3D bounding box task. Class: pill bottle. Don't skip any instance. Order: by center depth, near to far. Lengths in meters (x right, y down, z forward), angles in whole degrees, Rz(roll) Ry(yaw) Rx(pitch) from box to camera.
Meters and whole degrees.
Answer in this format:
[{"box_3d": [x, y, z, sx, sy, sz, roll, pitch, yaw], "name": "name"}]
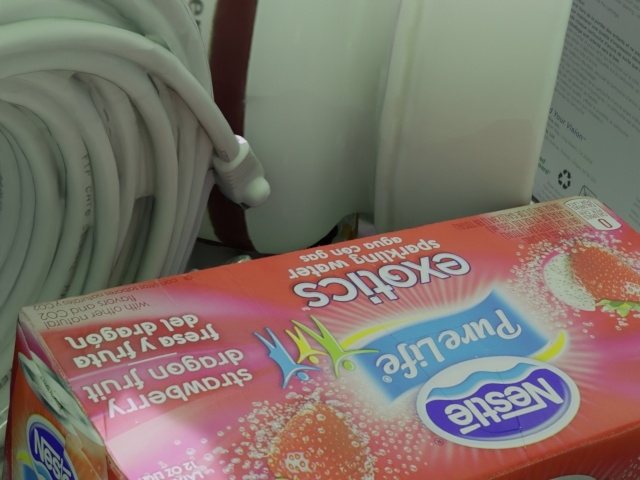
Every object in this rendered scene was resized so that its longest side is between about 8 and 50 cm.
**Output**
[{"box_3d": [-0.082, -0.120, 0.602, 0.392, 0.224, 0.224, 12, 33, 8], "name": "pill bottle"}]

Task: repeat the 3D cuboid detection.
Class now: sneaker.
[{"box_3d": [0.000, 0.000, 0.666, 0.037, 0.032, 0.083, -2, 31, 6], "name": "sneaker"}]

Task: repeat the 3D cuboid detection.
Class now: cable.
[{"box_3d": [-0.138, -0.001, 0.403, 0.089, 0.257, 0.257, 31, 65, 26], "name": "cable"}]

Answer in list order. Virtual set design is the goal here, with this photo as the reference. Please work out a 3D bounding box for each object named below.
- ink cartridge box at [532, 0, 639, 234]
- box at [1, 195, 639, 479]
[{"box_3d": [0.198, -0.076, 0.667, 0.045, 0.224, 0.223, -7, 39, -27], "name": "ink cartridge box"}, {"box_3d": [0.027, 0.082, 0.457, 0.257, 0.128, 0.122, -11, 40, -33], "name": "box"}]
